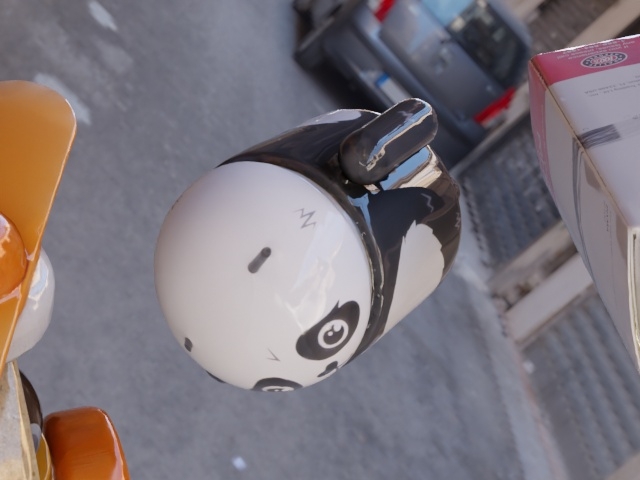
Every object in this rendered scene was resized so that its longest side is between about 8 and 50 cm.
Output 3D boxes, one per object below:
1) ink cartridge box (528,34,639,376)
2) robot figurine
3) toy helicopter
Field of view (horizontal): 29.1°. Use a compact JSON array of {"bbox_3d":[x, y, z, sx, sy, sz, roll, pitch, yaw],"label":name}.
[{"bbox_3d":[0.267,-0.042,0.807,0.283,0.207,0.117,-95,174,-61],"label":"ink cartridge box"},{"bbox_3d":[0.001,0.003,0.918,0.278,0.173,0.209,-33,122,-54],"label":"robot figurine"},{"bbox_3d":[-0.162,-0.004,0.503,0.235,0.140,0.355,141,-63,-67],"label":"toy helicopter"}]
